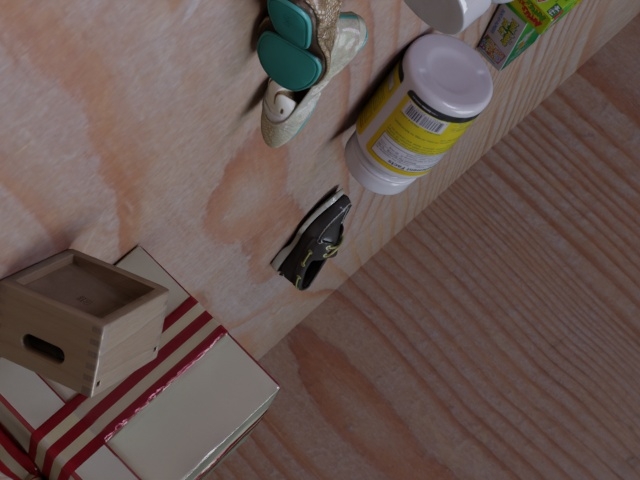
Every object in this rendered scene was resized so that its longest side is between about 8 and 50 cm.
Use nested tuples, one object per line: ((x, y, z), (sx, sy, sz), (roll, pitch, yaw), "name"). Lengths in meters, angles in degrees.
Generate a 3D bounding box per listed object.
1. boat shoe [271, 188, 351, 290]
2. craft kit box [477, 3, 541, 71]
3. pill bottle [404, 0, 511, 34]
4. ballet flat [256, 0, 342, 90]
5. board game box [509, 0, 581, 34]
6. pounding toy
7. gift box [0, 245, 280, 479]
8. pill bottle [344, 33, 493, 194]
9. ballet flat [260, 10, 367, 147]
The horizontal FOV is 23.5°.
((0.000, 0.000, 2.389), (0.081, 0.068, 0.228), (-38, 172, -37), "boat shoe")
((0.344, -0.370, 2.156), (0.250, 0.061, 0.246), (-42, 170, -12), "craft kit box")
((0.169, -0.288, 1.365), (0.221, 0.121, 0.121), (-41, 173, -15), "pill bottle")
((-0.010, -0.180, 1.251), (0.067, 0.073, 0.206), (-56, 180, -12), "ballet flat")
((0.310, -0.347, 1.923), (0.181, 0.092, 0.043), (-40, 174, -22), "board game box")
((-0.224, 0.076, 1.377), (0.130, 0.141, 0.100), (-31, 138, -60), "pounding toy")
((-0.218, 0.208, 1.660), (0.258, 0.255, 0.276), (-42, 167, -25), "gift box")
((0.116, -0.152, 1.911), (0.119, 0.119, 0.208), (-37, 172, -39), "pill bottle")
((-0.021, -0.156, 1.451), (0.052, 0.057, 0.168), (6, 134, -43), "ballet flat")
